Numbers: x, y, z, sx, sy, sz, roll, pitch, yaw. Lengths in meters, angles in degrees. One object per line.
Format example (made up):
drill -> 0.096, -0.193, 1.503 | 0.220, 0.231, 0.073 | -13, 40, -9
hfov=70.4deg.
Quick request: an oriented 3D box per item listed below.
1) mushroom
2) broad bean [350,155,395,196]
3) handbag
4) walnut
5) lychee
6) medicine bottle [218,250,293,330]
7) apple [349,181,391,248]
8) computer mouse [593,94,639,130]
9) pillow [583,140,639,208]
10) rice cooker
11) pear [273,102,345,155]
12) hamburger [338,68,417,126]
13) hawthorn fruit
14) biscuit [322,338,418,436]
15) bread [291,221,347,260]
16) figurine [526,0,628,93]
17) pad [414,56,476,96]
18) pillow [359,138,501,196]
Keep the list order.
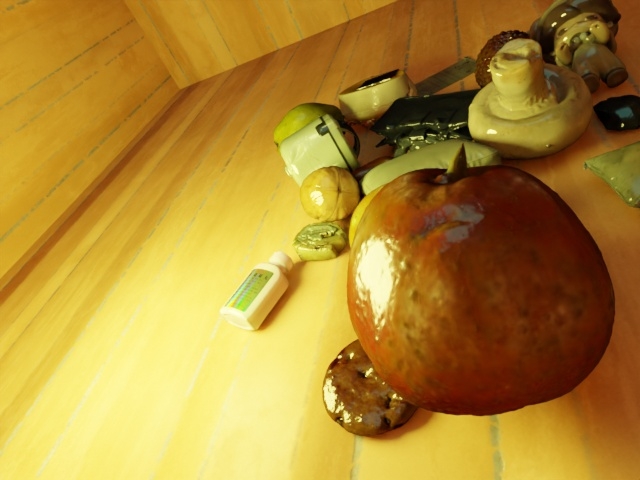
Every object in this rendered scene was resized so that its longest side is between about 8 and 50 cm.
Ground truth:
mushroom -> 0.511, -0.360, 1.115 | 0.293, 0.290, 0.292 | -14, 49, 17
broad bean -> 0.156, -0.195, 1.346 | 0.165, 0.084, 0.114 | -35, 21, -17
handbag -> 0.337, -0.357, 1.397 | 0.326, 0.118, 0.269 | 5, 40, 40
walnut -> 0.026, -0.128, 1.262 | 0.165, 0.165, 0.197 | -38, 1, -12
lychee -> 0.578, -0.542, 1.390 | 0.200, 0.200, 0.238 | -42, 8, -18
medicine bottle -> -0.151, 0.124, 1.160 | 0.115, 0.078, 0.219 | 4, 46, 41
apple -> 0.180, -0.008, 0.986 | 0.237, 0.237, 0.207 | -24, 51, 7
computer mouse -> 0.741, -0.327, 1.123 | 0.099, 0.057, 0.172 | -20, 32, 16
pillow -> 0.721, -0.162, 0.914 | 0.302, 0.075, 0.185 | -19, 38, 9
rice cooker -> 0.010, -0.263, 1.419 | 0.244, 0.226, 0.226 | -32, 34, 4
pear -> -0.037, -0.384, 1.616 | 0.269, 0.212, 0.212 | -21, 35, 3
hamburger -> 0.206, -0.517, 1.668 | 0.295, 0.151, 0.227 | 0, 38, 46
hawthorn fruit -> 0.232, 0.045, 0.709 | 0.403, 0.403, 0.403 | -19, 36, 14
biscuit -> 0.099, 0.260, 0.849 | 0.212, 0.036, 0.212 | -18, 37, 14
bread -> 0.000, 0.000, 1.224 | 0.156, 0.064, 0.117 | -6, 42, 31
figurine -> 0.765, -0.577, 1.322 | 0.248, 0.203, 0.380 | -25, 46, 32
pad -> 0.480, -0.626, 1.730 | 0.265, 0.009, 0.159 | -28, 35, 3
pillow -> 0.266, -0.172, 1.167 | 0.322, 0.119, 0.255 | -18, 17, 2
